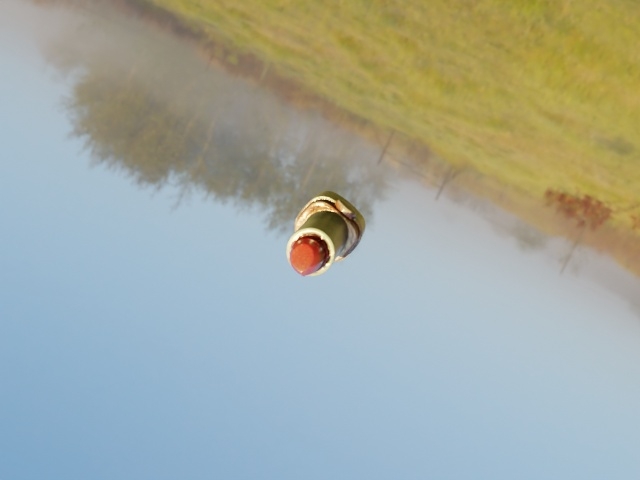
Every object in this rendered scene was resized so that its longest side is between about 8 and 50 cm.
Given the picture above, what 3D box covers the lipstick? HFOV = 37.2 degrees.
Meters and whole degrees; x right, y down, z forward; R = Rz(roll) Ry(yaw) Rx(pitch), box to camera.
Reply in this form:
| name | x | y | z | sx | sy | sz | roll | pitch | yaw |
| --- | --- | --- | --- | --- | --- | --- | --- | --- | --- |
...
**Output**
| name | x | y | z | sx | sy | sz | roll | pitch | yaw |
| --- | --- | --- | --- | --- | --- | --- | --- | --- | --- |
| lipstick | 0.001 | -0.001 | 0.859 | 0.063 | 0.057 | 0.186 | 40 | -166 | -1 |
